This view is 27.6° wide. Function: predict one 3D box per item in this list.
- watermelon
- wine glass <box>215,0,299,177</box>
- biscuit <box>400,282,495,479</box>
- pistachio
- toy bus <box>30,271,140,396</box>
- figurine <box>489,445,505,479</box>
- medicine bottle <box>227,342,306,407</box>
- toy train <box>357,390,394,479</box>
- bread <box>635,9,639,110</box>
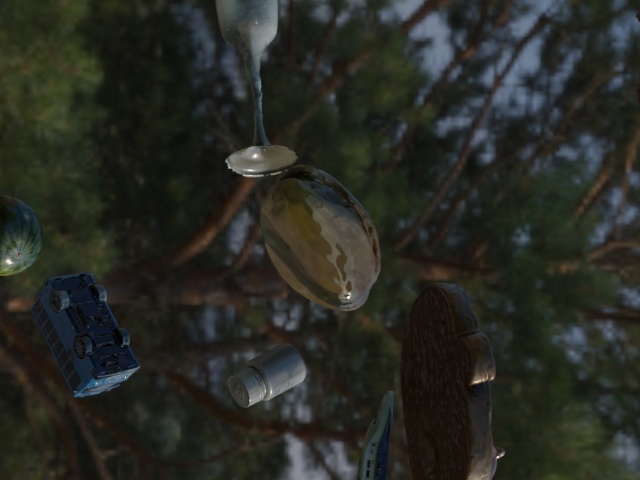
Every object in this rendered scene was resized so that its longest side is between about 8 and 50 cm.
[{"bbox_3d":[-0.561,-0.016,2.245,0.187,0.141,0.140,31,-51,40],"label":"watermelon"},{"bbox_3d":[-0.069,-0.197,1.261,0.074,0.074,0.262,109,-24,-72],"label":"wine glass"},{"bbox_3d":[0.201,0.233,1.981,0.314,0.063,0.367,118,-28,-54],"label":"biscuit"},{"bbox_3d":[0.000,0.000,2.400,0.288,0.197,0.166,57,24,-9],"label":"pistachio"},{"bbox_3d":[-0.366,0.150,2.018,0.106,0.090,0.184,-48,-117,37],"label":"toy bus"},{"bbox_3d":[0.241,0.374,2.191,0.138,0.125,0.125,156,-65,-79],"label":"figurine"},{"bbox_3d":[-0.098,0.246,2.360,0.080,0.130,0.080,33,-45,40],"label":"medicine bottle"},{"bbox_3d":[0.097,0.382,2.323,0.052,0.051,0.233,120,-23,-74],"label":"toy train"},{"bbox_3d":[0.501,-0.251,1.776,0.095,0.139,0.269,48,38,-29],"label":"bread"}]
